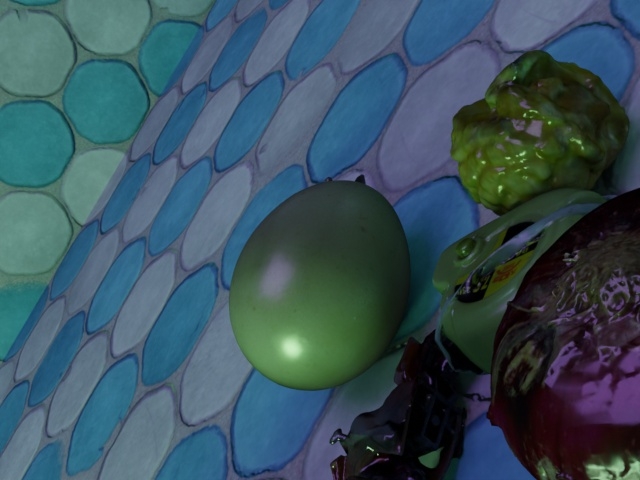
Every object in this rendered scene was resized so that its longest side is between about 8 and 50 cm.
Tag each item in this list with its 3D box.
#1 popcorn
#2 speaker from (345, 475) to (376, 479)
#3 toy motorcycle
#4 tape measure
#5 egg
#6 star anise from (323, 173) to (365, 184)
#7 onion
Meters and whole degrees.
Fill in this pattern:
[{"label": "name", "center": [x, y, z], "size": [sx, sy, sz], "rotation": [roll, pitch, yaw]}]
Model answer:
[{"label": "popcorn", "center": [0.205, -0.103, 0.888], "size": [0.173, 0.142, 0.173], "rotation": [-56, 14, 22]}, {"label": "speaker", "center": [0.037, 0.315, 0.651], "size": [0.231, 0.192, 0.153], "rotation": [-53, 24, 1]}, {"label": "toy motorcycle", "center": [0.073, 0.172, 0.870], "size": [0.118, 0.084, 0.212], "rotation": [-26, 32, 50]}, {"label": "tape measure", "center": [0.180, 0.041, 0.802], "size": [0.200, 0.106, 0.175], "rotation": [-31, 22, 40]}, {"label": "egg", "center": [0.004, 0.042, 1.015], "size": [0.188, 0.188, 0.254], "rotation": [-27, 33, 47]}, {"label": "star anise", "center": [-0.002, -0.008, 1.239], "size": [0.208, 0.063, 0.172], "rotation": [-48, 22, 27]}, {"label": "onion", "center": [0.226, 0.072, 0.588], "size": [0.246, 0.190, 0.246], "rotation": [-25, 31, 17]}]
